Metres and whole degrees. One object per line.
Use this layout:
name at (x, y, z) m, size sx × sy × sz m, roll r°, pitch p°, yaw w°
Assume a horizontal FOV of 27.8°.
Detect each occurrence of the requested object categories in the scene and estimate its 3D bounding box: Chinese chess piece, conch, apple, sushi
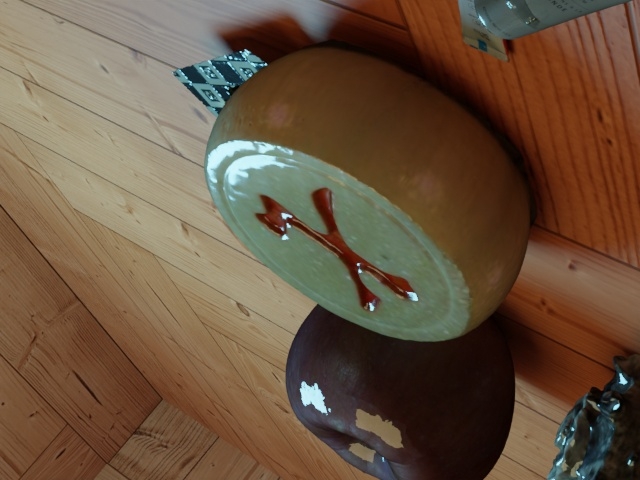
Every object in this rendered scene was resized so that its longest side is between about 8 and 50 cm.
Chinese chess piece at (0.046, -0.042, 1.293) m, size 0.338 × 0.140 × 0.338 m, roll 26°, pitch 155°, yaw 14°
conch at (0.315, 0.255, 1.381) m, size 0.240 × 0.186 × 0.313 m, roll -91°, pitch -10°, yaw -57°
apple at (0.108, 0.174, 1.603) m, size 0.306 × 0.235 × 0.305 m, roll 33°, pitch 162°, yaw 12°
sushi at (-0.052, -0.152, 1.451) m, size 0.193 × 0.040 × 0.210 m, roll 44°, pitch 160°, yaw -25°

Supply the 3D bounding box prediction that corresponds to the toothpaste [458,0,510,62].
toothpaste at (0.121, -0.204, 1.008) m, size 0.048 × 0.031 × 0.190 m, roll 28°, pitch 162°, yaw 24°

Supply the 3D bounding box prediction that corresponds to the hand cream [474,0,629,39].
hand cream at (0.174, -0.187, 0.915) m, size 0.087 × 0.054 × 0.186 m, roll 41°, pitch 156°, yaw -18°
